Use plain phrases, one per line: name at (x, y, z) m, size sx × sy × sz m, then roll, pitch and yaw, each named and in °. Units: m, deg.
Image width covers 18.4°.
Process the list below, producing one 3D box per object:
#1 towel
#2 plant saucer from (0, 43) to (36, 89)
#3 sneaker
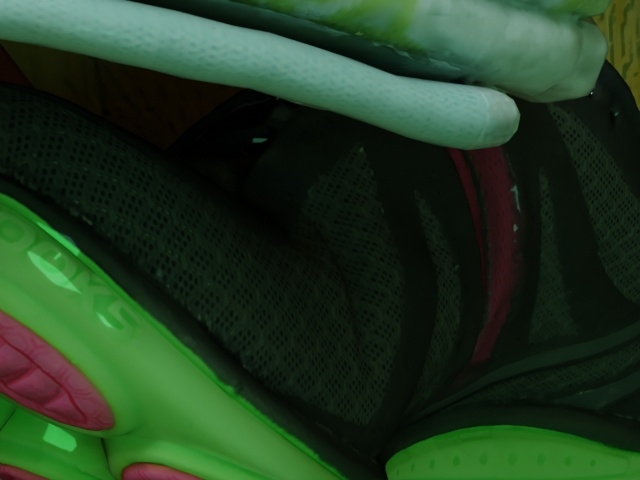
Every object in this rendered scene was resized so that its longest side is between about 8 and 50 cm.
towel at (-0.142, -0.138, 0.502) m, size 0.374 × 0.320 × 0.090 m, roll 14°, pitch 107°, yaw -33°
plant saucer at (-0.155, 0.073, 0.707) m, size 0.259 × 0.048 × 0.258 m, roll -48°, pitch 134°, yaw -14°
sneaker at (0.000, 0.000, 0.688) m, size 0.483 × 0.185 × 0.202 m, roll 11°, pitch 85°, yaw -61°
